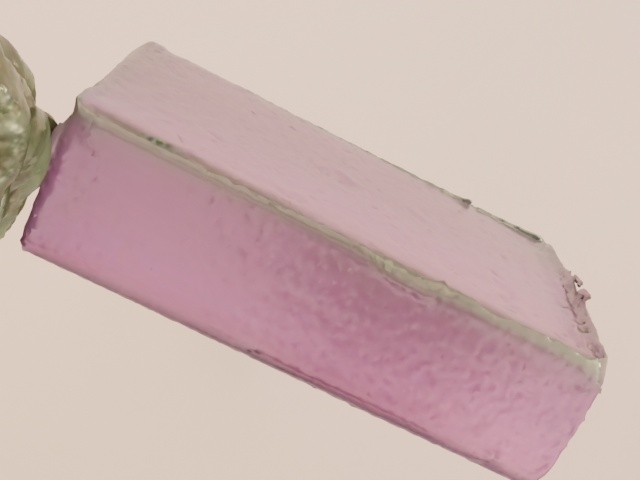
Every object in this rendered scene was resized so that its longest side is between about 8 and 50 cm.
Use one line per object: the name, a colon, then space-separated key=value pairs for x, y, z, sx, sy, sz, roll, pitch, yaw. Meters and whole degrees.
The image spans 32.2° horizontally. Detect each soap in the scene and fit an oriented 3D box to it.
soap: x=-0.001 y=0.002 z=0.549 sx=0.259 sy=0.181 sz=0.081 roll=25 pitch=-73 yaw=-8

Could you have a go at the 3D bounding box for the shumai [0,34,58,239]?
shumai: x=-0.181 y=-0.066 z=0.401 sx=0.184 sy=0.142 sz=0.184 roll=-6 pitch=-51 yaw=-8
